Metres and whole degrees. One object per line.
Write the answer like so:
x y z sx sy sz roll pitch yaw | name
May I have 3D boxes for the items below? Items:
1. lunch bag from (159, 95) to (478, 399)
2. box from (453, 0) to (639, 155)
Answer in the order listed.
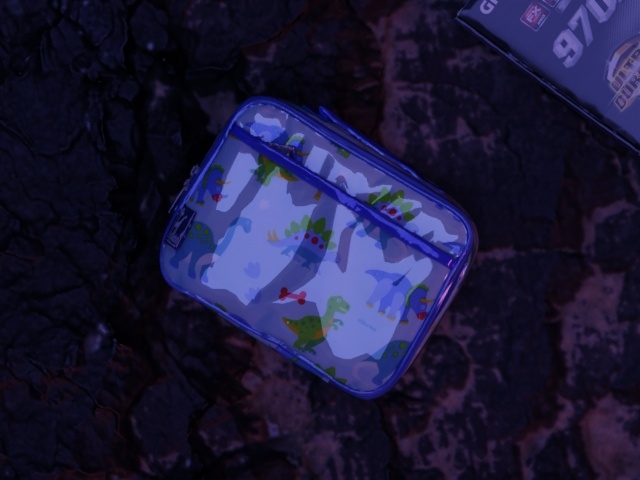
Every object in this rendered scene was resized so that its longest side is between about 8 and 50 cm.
0.000 0.000 1.484 0.219 0.090 0.176 33 97 6 | lunch bag
0.233 -0.200 1.440 0.175 0.051 0.220 38 101 6 | box
